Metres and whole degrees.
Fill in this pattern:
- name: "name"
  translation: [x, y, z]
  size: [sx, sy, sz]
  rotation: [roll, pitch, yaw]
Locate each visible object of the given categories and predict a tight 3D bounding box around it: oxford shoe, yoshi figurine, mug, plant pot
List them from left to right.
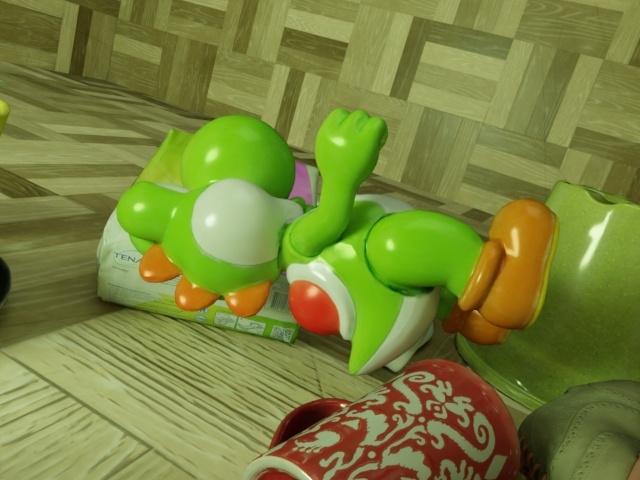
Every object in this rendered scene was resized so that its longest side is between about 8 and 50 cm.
- name: "yoshi figurine"
  translation: [0.006, -0.028, 0.489]
  size: [0.362, 0.203, 0.203]
  rotation: [12, 22, 6]
- name: "mug"
  translation: [0.028, 0.160, 0.355]
  size: [0.169, 0.150, 0.113]
  rotation: [-7, 72, -48]
- name: "plant pot"
  translation: [0.347, 0.067, 0.693]
  size: [0.276, 0.254, 0.276]
  rotation: [15, 15, -4]
- name: "oxford shoe"
  translation: [0.207, 0.198, 0.411]
  size: [0.130, 0.123, 0.348]
  rotation: [-5, 0, 38]

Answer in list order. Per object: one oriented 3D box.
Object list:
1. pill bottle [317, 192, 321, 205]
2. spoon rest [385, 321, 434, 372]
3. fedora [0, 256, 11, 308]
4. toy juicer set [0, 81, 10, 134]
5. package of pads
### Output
- name: "pill bottle"
  translation: [0.016, -0.015, 0.890]
  size: [0.208, 0.117, 0.117]
  rotation: [12, 16, -19]
- name: "spoon rest"
  translation: [0.083, 0.101, 0.665]
  size: [0.137, 0.084, 0.276]
  rotation: [19, 2, 5]
- name: "fedora"
  translation: [-0.382, -0.006, 0.415]
  size: [0.243, 0.124, 0.275]
  rotation: [19, 15, 12]
- name: "toy juicer set"
  translation: [-0.454, -0.171, 0.465]
  size: [0.329, 0.089, 0.209]
  rotation: [10, 28, -31]
- name: "package of pads"
  translation: [-0.124, -0.024, 0.668]
  size: [0.229, 0.101, 0.296]
  rotation: [14, 32, -9]
